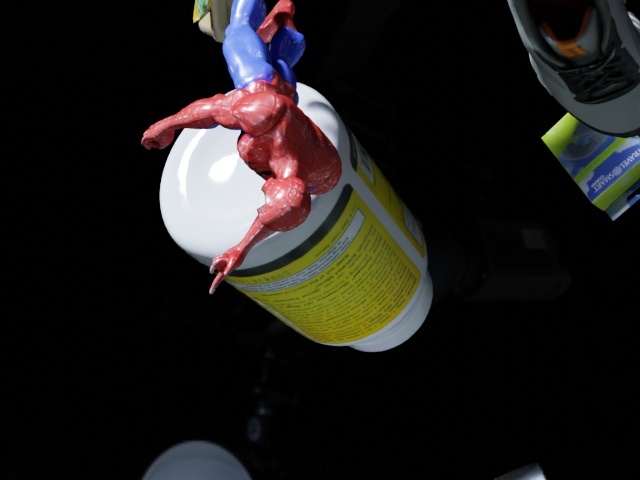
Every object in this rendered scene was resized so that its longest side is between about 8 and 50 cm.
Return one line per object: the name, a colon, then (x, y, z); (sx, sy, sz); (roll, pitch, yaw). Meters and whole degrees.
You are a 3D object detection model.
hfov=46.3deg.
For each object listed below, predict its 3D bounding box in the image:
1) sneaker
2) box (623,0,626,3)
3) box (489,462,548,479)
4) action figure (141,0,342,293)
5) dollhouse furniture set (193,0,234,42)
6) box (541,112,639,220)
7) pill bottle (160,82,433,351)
sneaker: (0.216, -0.165, 0.628); (0.100, 0.108, 0.271); (-21, -42, 30)
box: (0.489, -0.442, 1.402); (0.054, 0.059, 0.169); (23, -21, -23)
box: (0.117, 0.325, 0.700); (0.262, 0.126, 0.231); (-27, -15, 7)
action figure: (-0.064, -0.083, 0.516); (0.139, 0.280, 0.091); (-37, -52, 17)
dollhouse furniture set: (-0.069, -0.374, 0.742); (0.151, 0.301, 0.197); (34, -23, 10)
box: (0.416, -0.128, 1.105); (0.042, 0.178, 0.109); (22, -58, -38)
pill bottle: (0.000, 0.000, 0.787); (0.188, 0.187, 0.334); (-11, -31, 23)
